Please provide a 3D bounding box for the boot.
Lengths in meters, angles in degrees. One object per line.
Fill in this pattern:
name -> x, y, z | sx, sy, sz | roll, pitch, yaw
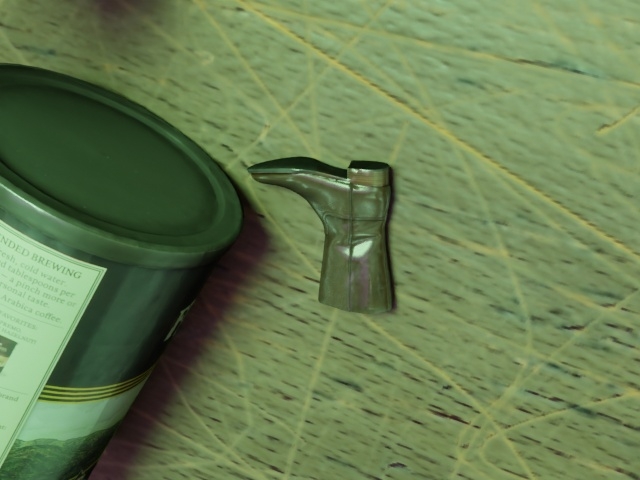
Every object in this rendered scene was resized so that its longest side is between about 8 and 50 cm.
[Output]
boot -> 0.000, 0.000, 0.593 | 0.106, 0.037, 0.114 | 6, 112, 19

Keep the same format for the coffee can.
coffee can -> -0.206, 0.047, 0.580 | 0.201, 0.201, 0.275 | 36, 113, 5
